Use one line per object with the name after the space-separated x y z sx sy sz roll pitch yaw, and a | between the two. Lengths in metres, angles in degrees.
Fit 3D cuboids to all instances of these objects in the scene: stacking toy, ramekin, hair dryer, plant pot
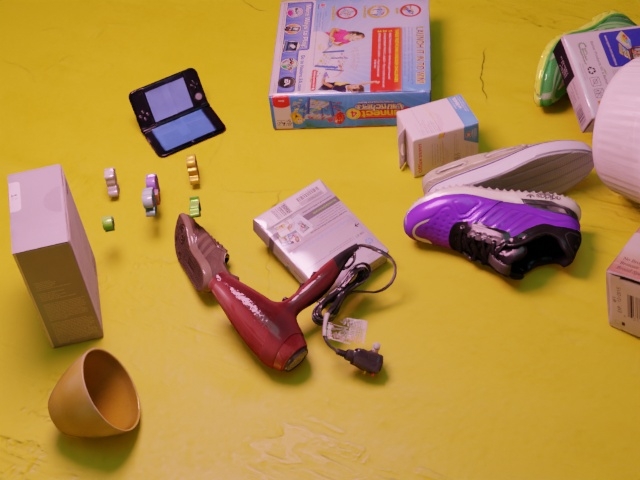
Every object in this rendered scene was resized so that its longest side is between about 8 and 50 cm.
-0.295 -0.084 1.981 0.167 0.052 0.221 -10 26 -2 | stacking toy
0.558 -0.182 1.881 0.127 0.272 0.273 18 50 39 | ramekin
-0.033 0.104 1.787 0.294 0.080 0.223 8 57 -2 | hair dryer
-0.347 0.239 1.687 0.095 0.134 0.134 -27 44 17 | plant pot

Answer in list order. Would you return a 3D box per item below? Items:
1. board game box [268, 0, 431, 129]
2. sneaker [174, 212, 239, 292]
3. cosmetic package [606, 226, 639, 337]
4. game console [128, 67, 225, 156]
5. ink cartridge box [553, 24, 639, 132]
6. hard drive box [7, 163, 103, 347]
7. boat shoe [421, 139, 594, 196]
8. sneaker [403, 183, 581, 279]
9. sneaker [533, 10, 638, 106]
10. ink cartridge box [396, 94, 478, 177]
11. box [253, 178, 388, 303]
0.064 -0.350 2.209 0.302 0.086 0.308 -1 47 6 | board game box
-0.194 0.025 1.916 0.071 0.066 0.188 3 38 -28 | sneaker
0.579 0.020 1.760 0.153 0.129 0.296 19 51 34 | cosmetic package
-0.272 -0.245 2.155 0.144 0.124 0.085 -25 23 -17 | game console
0.623 -0.308 2.060 0.371 0.069 0.175 -10 69 -11 | ink cartridge box
-0.421 0.026 1.811 0.089 0.232 0.181 -13 46 -5 | hard drive box
0.319 -0.122 1.952 0.302 0.109 0.094 -15 44 -4 | boat shoe
0.280 -0.005 1.846 0.294 0.102 0.146 0 48 7 | sneaker
0.511 -0.341 2.131 0.295 0.109 0.123 -36 49 -25 | sneaker
0.201 -0.186 2.033 0.143 0.092 0.090 -15 47 -8 | ink cartridge box
0.000 0.000 1.893 0.145 0.038 0.186 -33 63 -23 | box
